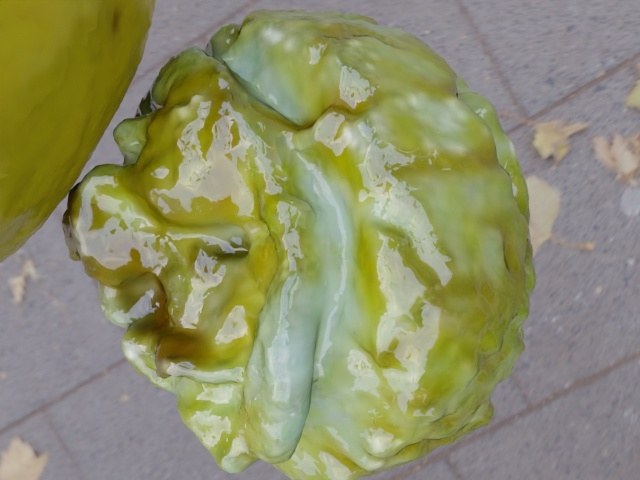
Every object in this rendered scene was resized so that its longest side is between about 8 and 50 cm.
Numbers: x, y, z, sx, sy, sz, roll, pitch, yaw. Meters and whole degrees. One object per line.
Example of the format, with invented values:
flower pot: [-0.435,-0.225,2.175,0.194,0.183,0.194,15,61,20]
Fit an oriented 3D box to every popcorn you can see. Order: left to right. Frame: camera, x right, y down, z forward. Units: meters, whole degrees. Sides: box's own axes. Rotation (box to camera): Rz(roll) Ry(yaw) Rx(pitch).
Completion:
popcorn: [0.000,0.000,0.666,0.204,0.184,0.221,-43,66,34]

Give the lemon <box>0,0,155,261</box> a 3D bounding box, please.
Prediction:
lemon: [-0.235,-0.116,0.615,0.364,0.364,0.364,3,101,18]
